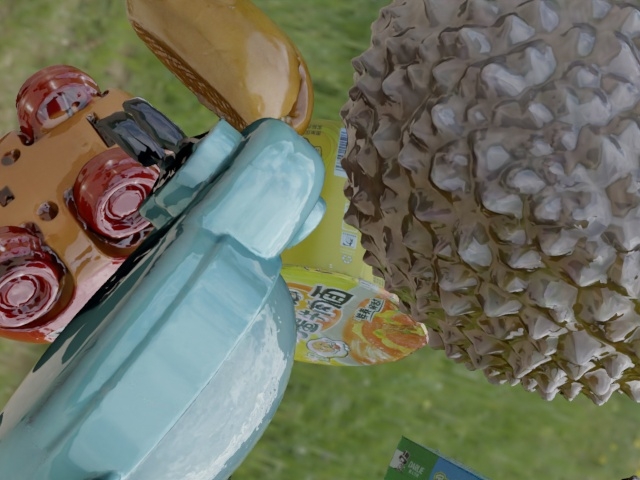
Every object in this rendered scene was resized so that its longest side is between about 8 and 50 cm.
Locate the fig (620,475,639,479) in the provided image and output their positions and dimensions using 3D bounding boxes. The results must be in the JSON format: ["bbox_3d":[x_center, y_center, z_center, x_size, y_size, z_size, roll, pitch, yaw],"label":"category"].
[{"bbox_3d":[0.123,0.233,1.192,0.236,0.124,0.124,-48,159,8],"label":"fig"}]

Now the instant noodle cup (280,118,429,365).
[{"bbox_3d":[0.000,0.000,1.919,0.264,0.264,0.200,63,32,-60],"label":"instant noodle cup"}]

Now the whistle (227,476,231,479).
[{"bbox_3d":[-0.157,0.219,1.337,0.062,0.062,0.312,-58,-168,-32],"label":"whistle"}]

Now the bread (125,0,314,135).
[{"bbox_3d":[-0.064,-0.132,1.198,0.077,0.189,0.114,-40,141,-14],"label":"bread"}]

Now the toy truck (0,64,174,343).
[{"bbox_3d":[-0.208,-0.006,1.543,0.265,0.189,0.239,-36,141,-3],"label":"toy truck"}]

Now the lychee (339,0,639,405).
[{"bbox_3d":[0.196,-0.055,1.298,0.432,0.380,0.380,-95,-166,-70],"label":"lychee"}]

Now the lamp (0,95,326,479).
[{"bbox_3d":[-0.090,0.055,0.972,0.209,0.147,0.284,-23,-134,67],"label":"lamp"}]

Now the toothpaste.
[{"bbox_3d":[0.165,0.247,1.553,0.065,0.266,0.050,23,90,-38],"label":"toothpaste"}]
